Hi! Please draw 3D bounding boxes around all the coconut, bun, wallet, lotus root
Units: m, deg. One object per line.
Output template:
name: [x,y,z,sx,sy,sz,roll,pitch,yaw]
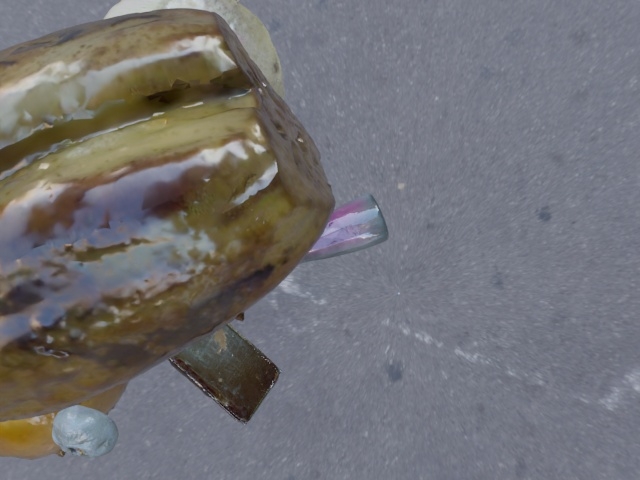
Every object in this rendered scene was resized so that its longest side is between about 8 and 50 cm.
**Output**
coconut: [-0.240,-0.236,1.286,0.352,0.352,0.353,0,86,6]
bun: [-0.271,0.224,0.907,0.083,0.083,0.045,9,48,6]
wallet: [-0.171,0.168,1.206,0.232,0.031,0.122,45,48,-9]
lotus root: [-0.144,-0.015,0.437,0.291,0.193,0.193,-29,84,0]

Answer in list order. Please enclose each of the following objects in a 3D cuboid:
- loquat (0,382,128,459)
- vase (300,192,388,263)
loquat: [-0.442,0.167,1.207,0.328,0.328,0.328,0,86,6]
vase: [0.000,0.000,1.304,0.214,0.086,0.086,-23,84,-3]
